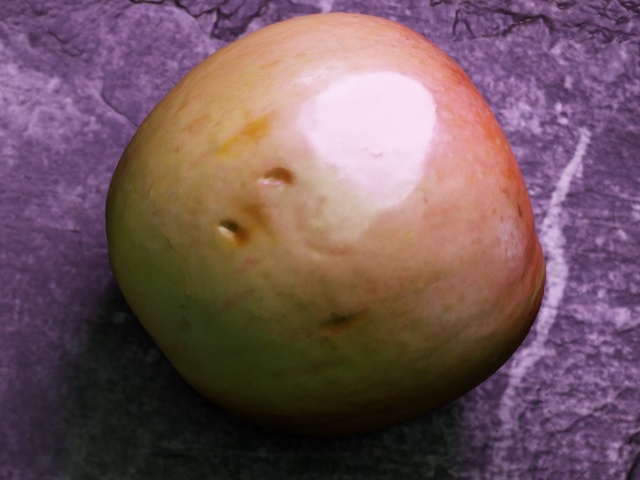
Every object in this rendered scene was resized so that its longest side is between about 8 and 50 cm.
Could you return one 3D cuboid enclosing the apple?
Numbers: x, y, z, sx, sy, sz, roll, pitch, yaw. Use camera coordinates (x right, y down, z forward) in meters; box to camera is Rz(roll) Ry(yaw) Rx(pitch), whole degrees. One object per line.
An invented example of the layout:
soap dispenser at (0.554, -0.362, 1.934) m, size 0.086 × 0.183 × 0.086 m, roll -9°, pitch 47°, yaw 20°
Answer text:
apple at (0.000, 0.000, 1.517) m, size 0.305 × 0.338 × 0.338 m, roll -29°, pitch 77°, yaw -5°
